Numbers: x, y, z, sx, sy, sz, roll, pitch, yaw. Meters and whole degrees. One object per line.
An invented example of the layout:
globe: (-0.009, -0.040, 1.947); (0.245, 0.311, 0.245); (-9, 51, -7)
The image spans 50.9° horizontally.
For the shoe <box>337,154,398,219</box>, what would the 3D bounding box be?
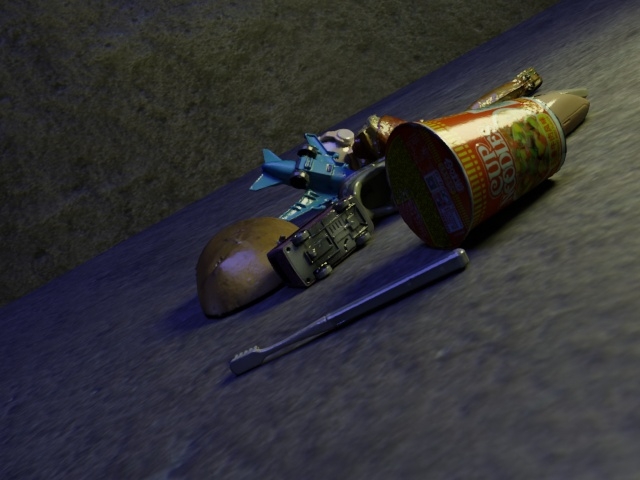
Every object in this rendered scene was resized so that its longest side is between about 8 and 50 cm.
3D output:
shoe: (0.171, -0.123, 1.236); (0.293, 0.109, 0.149); (-30, 18, 5)

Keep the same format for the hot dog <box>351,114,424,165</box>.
hot dog: (0.169, -0.182, 1.358); (0.213, 0.146, 0.103); (5, 54, 17)

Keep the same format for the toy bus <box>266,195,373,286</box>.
toy bus: (0.000, 0.000, 1.145); (0.178, 0.086, 0.098); (-38, 11, -29)

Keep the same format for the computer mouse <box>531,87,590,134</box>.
computer mouse: (0.370, -0.205, 1.190); (0.237, 0.081, 0.145); (-36, 15, -25)

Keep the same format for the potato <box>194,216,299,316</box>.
potato: (-0.136, 0.026, 1.274); (0.239, 0.115, 0.299); (-21, 17, 11)

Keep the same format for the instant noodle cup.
instant noodle cup: (0.229, -0.112, 0.967); (0.212, 0.193, 0.193); (-25, 12, -23)

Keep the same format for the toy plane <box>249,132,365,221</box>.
toy plane: (-0.003, -0.133, 1.417); (0.272, 0.105, 0.254); (6, 53, 11)

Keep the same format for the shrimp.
shrimp: (0.410, -0.330, 1.627); (0.253, 0.058, 0.173); (-31, 6, -5)

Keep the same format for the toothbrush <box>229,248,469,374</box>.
toothbrush: (0.034, 0.094, 0.876); (0.343, 0.025, 0.030); (-27, 12, 9)

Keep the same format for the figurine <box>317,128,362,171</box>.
figurine: (0.071, -0.189, 1.539); (0.237, 0.162, 0.141); (-12, 37, 19)
